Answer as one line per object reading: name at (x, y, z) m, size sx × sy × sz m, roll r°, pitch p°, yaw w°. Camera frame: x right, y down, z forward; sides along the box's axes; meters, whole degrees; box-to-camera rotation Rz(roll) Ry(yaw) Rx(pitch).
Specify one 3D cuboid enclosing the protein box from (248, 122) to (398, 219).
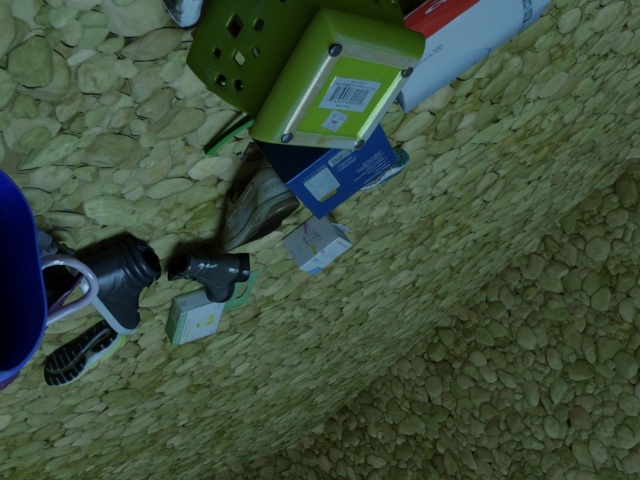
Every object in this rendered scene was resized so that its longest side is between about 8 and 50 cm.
protein box at (0.012, -0.174, 1.369) m, size 0.199 × 0.136 × 0.201 m, roll -37°, pitch 157°, yaw 4°

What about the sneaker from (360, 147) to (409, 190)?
sneaker at (0.127, -0.146, 1.677) m, size 0.166 × 0.065 × 0.076 m, roll -24°, pitch 160°, yaw -14°

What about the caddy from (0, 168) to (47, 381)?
caddy at (-0.490, 0.037, 0.947) m, size 0.179 × 0.342 × 0.241 m, roll -29°, pitch 158°, yaw 34°

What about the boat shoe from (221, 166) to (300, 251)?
boat shoe at (-0.137, -0.059, 1.478) m, size 0.109 × 0.098 × 0.302 m, roll -25°, pitch 175°, yaw -28°

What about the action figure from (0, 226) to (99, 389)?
action figure at (-0.519, 0.164, 1.201) m, size 0.370 × 0.275 × 0.248 m, roll -57°, pitch 140°, yaw -10°

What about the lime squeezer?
lime squeezer at (-0.111, -0.250, 1.205) m, size 0.109 × 0.059 × 0.310 m, roll 11°, pitch 143°, yaw -12°

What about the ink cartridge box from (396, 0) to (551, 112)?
ink cartridge box at (0.246, -0.354, 1.212) m, size 0.308 × 0.091 × 0.385 m, roll -34°, pitch 180°, yaw 6°

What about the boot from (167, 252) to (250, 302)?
boot at (-0.262, 0.074, 1.621) m, size 0.161 × 0.084 × 0.246 m, roll 4°, pitch 159°, yaw -23°

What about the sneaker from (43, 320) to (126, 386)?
sneaker at (-0.522, 0.264, 1.657) m, size 0.208 × 0.081 × 0.094 m, roll -33°, pitch 159°, yaw 0°

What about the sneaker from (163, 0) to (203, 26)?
sneaker at (-0.137, -0.359, 0.893) m, size 0.115 × 0.090 × 0.232 m, roll -23°, pitch 156°, yaw -28°

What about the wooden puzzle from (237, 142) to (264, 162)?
wooden puzzle at (-0.121, -0.168, 1.391) m, size 0.083 × 0.006 × 0.049 m, roll -12°, pitch 150°, yaw -40°

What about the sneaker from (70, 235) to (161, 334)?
sneaker at (-0.373, 0.094, 1.470) m, size 0.146 × 0.105 × 0.296 m, roll -27°, pitch 155°, yaw -8°

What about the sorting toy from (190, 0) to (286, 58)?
sorting toy at (-0.036, -0.379, 1.030) m, size 0.347 × 0.047 × 0.196 m, roll -31°, pitch 151°, yaw -7°

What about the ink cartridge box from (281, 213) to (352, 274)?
ink cartridge box at (0.000, 0.000, 1.768) m, size 0.143 × 0.090 × 0.092 m, roll -38°, pitch 156°, yaw 11°

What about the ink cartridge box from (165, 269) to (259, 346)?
ink cartridge box at (-0.260, 0.168, 1.829) m, size 0.235 × 0.056 × 0.171 m, roll -16°, pitch 151°, yaw -29°

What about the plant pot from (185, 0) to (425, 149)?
plant pot at (-0.010, -0.252, 0.985) m, size 0.228 × 0.207 × 0.227 m, roll -1°, pitch 137°, yaw -44°
